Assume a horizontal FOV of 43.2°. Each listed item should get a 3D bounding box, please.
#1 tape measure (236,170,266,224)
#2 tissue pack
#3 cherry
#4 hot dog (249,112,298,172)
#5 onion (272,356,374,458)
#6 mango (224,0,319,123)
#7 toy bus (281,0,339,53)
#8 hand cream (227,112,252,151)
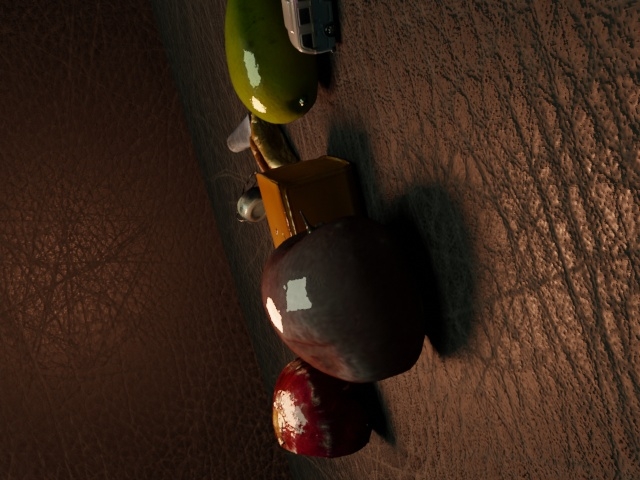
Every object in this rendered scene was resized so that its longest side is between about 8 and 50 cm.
[{"bbox_3d":[-0.196,-0.132,2.183,0.107,0.104,0.180,83,163,-52],"label":"tape measure"},{"bbox_3d":[0.000,0.000,1.453,0.194,0.145,0.275,-149,44,-69],"label":"tissue pack"},{"bbox_3d":[0.038,0.091,1.235,0.307,0.221,0.261,55,150,-10],"label":"cherry"},{"bbox_3d":[-0.112,-0.206,1.809,0.084,0.073,0.242,98,152,-51],"label":"hot dog"},{"bbox_3d":[0.006,0.355,1.763,0.206,0.216,0.207,-177,77,-73],"label":"onion"},{"bbox_3d":[-0.088,-0.333,1.373,0.185,0.149,0.273,175,82,-79],"label":"mango"},{"bbox_3d":[-0.018,-0.342,1.218,0.060,0.075,0.123,-122,20,-48],"label":"toy bus"},{"bbox_3d":[-0.209,-0.276,2.173,0.256,0.055,0.088,170,90,-75],"label":"hand cream"}]
